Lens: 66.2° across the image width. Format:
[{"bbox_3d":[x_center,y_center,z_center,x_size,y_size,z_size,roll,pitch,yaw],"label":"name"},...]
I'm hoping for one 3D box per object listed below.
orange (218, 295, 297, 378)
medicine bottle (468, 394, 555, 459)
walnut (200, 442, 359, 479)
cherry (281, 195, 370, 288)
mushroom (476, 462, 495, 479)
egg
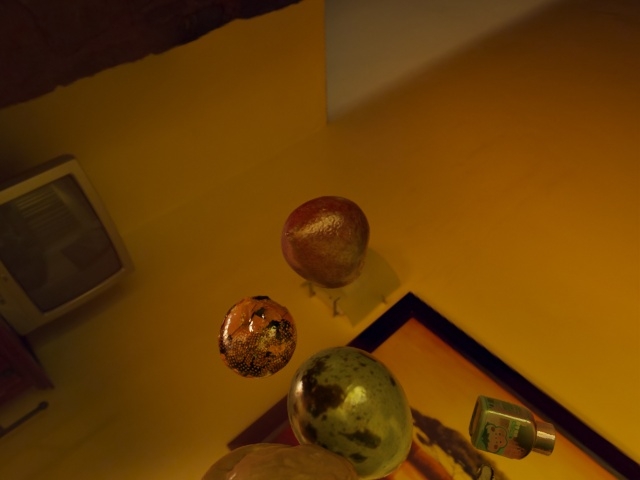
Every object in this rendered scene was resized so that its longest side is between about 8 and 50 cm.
[{"bbox_3d":[-0.175,0.272,1.376,0.234,0.234,0.182,34,-14,36],"label":"orange"},{"bbox_3d":[0.483,0.480,1.242,0.187,0.094,0.119,13,-79,8],"label":"medicine bottle"},{"bbox_3d":[-0.083,0.636,1.108,0.383,0.383,0.384,39,-31,30],"label":"walnut"},{"bbox_3d":[0.003,0.000,1.232,0.239,0.239,0.206,64,-10,-16],"label":"cherry"},{"bbox_3d":[0.401,0.689,1.279,0.072,0.210,0.094,30,-15,47],"label":"mushroom"},{"bbox_3d":[0.097,0.515,1.469,0.428,0.345,0.345,44,-25,-12],"label":"egg"}]
